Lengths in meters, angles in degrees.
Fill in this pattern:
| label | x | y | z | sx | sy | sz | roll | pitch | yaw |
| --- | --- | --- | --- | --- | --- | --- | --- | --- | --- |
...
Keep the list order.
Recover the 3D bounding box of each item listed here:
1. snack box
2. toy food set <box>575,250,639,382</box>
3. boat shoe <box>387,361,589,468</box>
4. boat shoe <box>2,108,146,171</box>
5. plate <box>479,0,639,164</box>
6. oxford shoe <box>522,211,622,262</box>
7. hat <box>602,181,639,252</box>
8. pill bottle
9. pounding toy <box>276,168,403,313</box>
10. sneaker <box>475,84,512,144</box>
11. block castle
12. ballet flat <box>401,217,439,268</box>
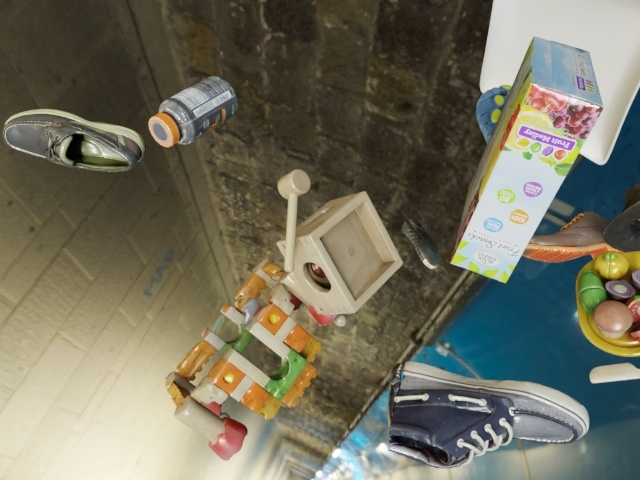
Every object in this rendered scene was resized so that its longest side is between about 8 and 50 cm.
| label | x | y | z | sx | sy | sz | roll | pitch | yaw |
| --- | --- | --- | --- | --- | --- | --- | --- | --- | --- |
| snack box | 0.214 | -0.088 | 0.556 | 0.174 | 0.070 | 0.207 | -58 | 167 | -50 |
| toy food set | 0.455 | 0.096 | 0.775 | 0.071 | 0.128 | 0.218 | 53 | 38 | -46 |
| boat shoe | 0.273 | 0.324 | 0.881 | 0.158 | 0.340 | 0.127 | -62 | 152 | -48 |
| boat shoe | -0.402 | -0.157 | 0.835 | 0.073 | 0.223 | 0.080 | -94 | -166 | -57 |
| plate | 0.383 | -0.295 | 0.816 | 0.045 | 0.278 | 0.277 | -33 | 146 | -16 |
| oxford shoe | 0.756 | -0.012 | 1.544 | 0.130 | 0.363 | 0.133 | 121 | -34 | -73 |
| hat | 0.888 | -0.088 | 1.348 | 0.331 | 0.330 | 0.134 | 99 | -10 | -56 |
| pill bottle | -0.352 | -0.349 | 1.422 | 0.246 | 0.130 | 0.131 | -45 | 159 | -38 |
| pounding toy | -0.009 | 0.000 | 0.728 | 0.181 | 0.206 | 0.094 | -40 | -163 | -35 |
| sneaker | 0.274 | -0.147 | 0.767 | 0.078 | 0.067 | 0.188 | 43 | 39 | -62 |
| block castle | -0.154 | 0.277 | 1.273 | 0.453 | 0.213 | 0.303 | -52 | -160 | -14 |
| ballet flat | 0.251 | 0.011 | 1.293 | 0.049 | 0.057 | 0.173 | -60 | -149 | 33 |
